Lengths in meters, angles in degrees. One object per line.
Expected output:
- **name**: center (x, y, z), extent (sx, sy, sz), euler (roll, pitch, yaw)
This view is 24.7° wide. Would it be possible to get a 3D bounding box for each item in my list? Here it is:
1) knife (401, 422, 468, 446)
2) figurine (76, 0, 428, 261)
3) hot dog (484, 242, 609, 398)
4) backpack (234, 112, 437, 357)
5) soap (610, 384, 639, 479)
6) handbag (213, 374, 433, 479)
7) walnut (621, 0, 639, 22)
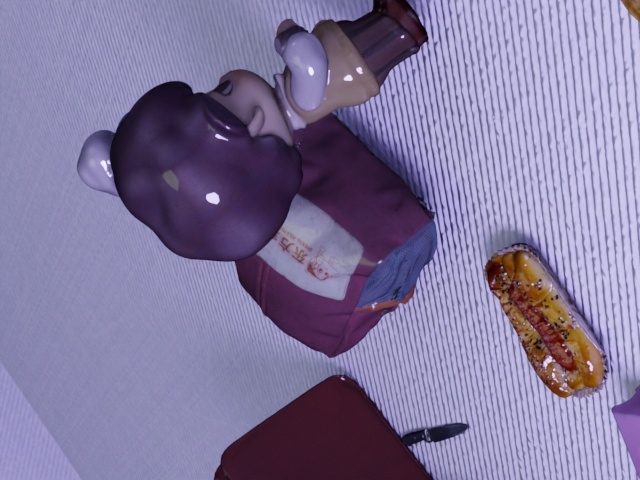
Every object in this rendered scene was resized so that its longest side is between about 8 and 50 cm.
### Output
- **knife**: center (0.157, 0.265, 1.994), extent (0.023, 0.010, 0.170), euler (59, 150, -1)
- **figurine**: center (-0.067, -0.143, 1.535), extent (0.206, 0.365, 0.218), euler (39, -179, -21)
- **hot dog**: center (0.251, 0.091, 1.626), extent (0.191, 0.059, 0.108), euler (58, 148, 4)
- **backpack**: center (0.000, 0.000, 1.784), extent (0.283, 0.197, 0.317), euler (45, 153, 20)
- **soap**: center (0.398, 0.253, 1.543), extent (0.122, 0.065, 0.203), euler (-2, 116, 58)
- **handbag**: center (0.017, 0.354, 2.043), extent (0.275, 0.260, 0.084), euler (49, 148, 13)
- **walnut**: center (0.303, -0.221, 1.232), extent (0.121, 0.052, 0.091), euler (39, 148, 35)
